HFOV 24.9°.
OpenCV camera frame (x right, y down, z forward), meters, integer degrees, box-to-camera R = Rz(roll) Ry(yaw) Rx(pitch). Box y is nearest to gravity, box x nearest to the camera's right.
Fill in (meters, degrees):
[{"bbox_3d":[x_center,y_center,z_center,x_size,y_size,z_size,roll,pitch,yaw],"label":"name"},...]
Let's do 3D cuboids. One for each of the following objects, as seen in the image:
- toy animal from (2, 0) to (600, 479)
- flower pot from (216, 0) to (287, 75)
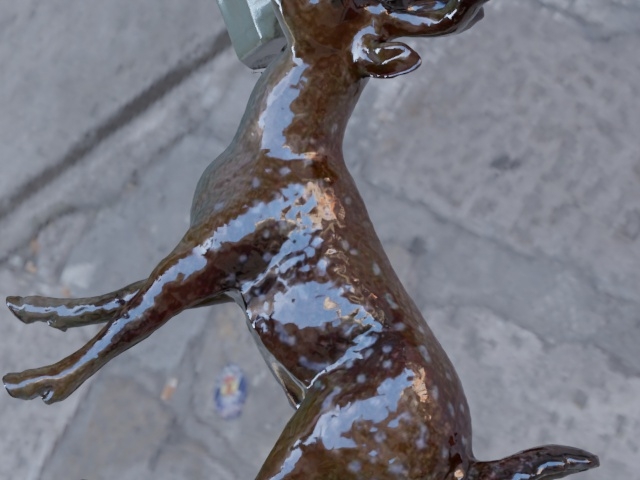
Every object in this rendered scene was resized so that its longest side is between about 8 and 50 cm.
[{"bbox_3d":[0.001,0.000,0.560,0.260,0.087,0.243,-30,87,4],"label":"toy animal"},{"bbox_3d":[-0.002,-0.271,1.017,0.290,0.290,0.259,-21,86,42],"label":"flower pot"}]
